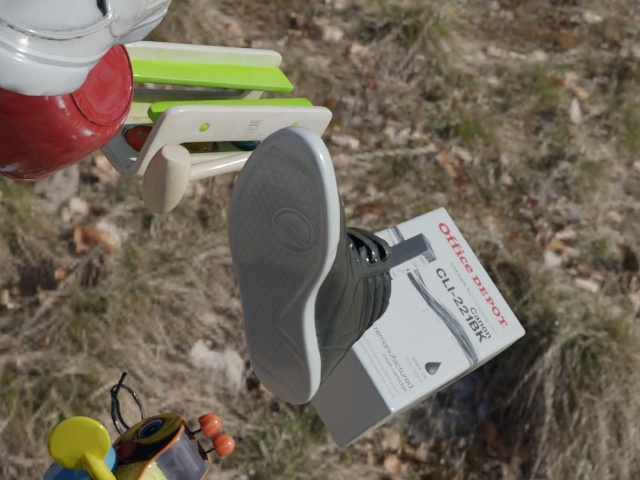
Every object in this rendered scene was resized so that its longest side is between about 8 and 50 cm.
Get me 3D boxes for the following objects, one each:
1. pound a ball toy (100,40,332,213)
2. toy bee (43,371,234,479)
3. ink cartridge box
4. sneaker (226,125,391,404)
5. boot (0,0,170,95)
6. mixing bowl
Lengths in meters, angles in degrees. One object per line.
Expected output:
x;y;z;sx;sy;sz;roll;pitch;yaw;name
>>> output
-0.128;-0.112;1.229;0.319;0.136;0.208;-9;51;-48;pound a ball toy
-0.169;0.211;0.966;0.162;0.195;0.298;-21;46;22;toy bee
0.090;0.096;1.280;0.272;0.114;0.197;-21;74;-44;ink cartridge box
0.000;0.000;0.969;0.104;0.296;0.147;22;44;25;sneaker
-0.140;-0.179;0.663;0.095;0.123;0.258;35;24;-6;boot
-0.234;-0.146;0.958;0.098;0.182;0.181;-1;23;29;mixing bowl
